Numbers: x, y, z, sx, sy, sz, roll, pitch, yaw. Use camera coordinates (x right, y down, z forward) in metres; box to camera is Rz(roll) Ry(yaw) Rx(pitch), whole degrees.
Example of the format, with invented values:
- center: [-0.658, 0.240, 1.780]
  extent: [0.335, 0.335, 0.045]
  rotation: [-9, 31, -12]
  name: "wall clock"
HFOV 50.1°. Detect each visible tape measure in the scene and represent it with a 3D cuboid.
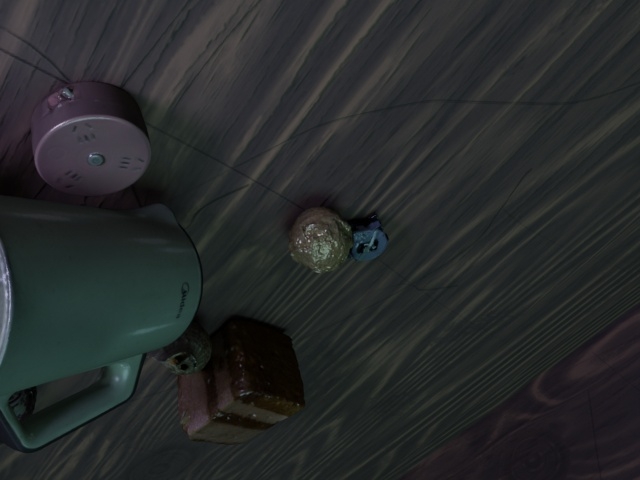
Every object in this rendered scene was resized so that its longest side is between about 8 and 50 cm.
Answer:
- center: [0.089, -0.004, 1.353]
  extent: [0.091, 0.054, 0.094]
  rotation: [-18, 136, -11]
  name: "tape measure"

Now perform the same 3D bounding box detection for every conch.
- center: [-0.292, 0.220, 1.350]
  extent: [0.155, 0.207, 0.130]
  rotation: [-11, 100, -9]
  name: "conch"

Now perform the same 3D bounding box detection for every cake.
- center: [-0.203, 0.328, 1.513]
  extent: [0.293, 0.196, 0.199]
  rotation: [-36, 142, 26]
  name: "cake"

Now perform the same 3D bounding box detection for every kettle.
- center: [-0.364, 0.117, 0.936]
  extent: [0.377, 0.250, 0.361]
  rotation: [-1, 104, -64]
  name: "kettle"

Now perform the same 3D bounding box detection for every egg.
- center: [0.000, 0.000, 1.254]
  extent: [0.118, 0.116, 0.140]
  rotation: [4, 145, 9]
  name: "egg"

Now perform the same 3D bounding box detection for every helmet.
- center: [-0.651, 0.351, 1.348]
  extent: [0.177, 0.107, 0.153]
  rotation: [-11, 141, -17]
  name: "helmet"

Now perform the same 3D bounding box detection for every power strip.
- center: [-0.310, -0.135, 0.924]
  extent: [0.154, 0.078, 0.154]
  rotation: [-15, 145, -11]
  name: "power strip"
